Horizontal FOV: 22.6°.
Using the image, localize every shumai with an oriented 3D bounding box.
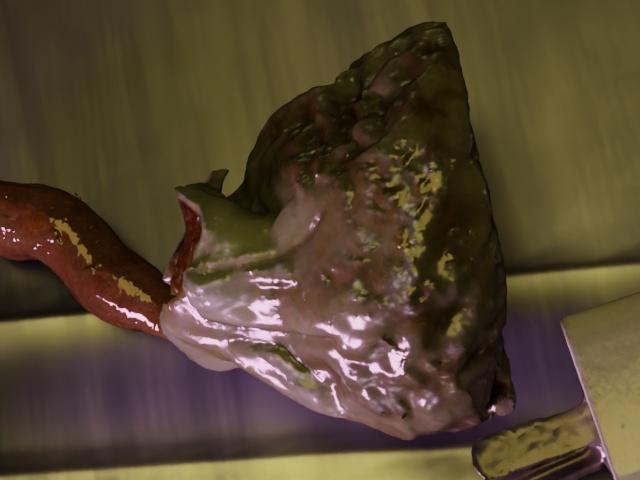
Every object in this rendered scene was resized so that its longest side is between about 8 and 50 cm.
[{"bbox_3d":[0.002,0.000,0.959,0.218,0.189,0.255,-12,56,11],"label":"shumai"}]

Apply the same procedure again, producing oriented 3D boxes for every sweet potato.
[{"bbox_3d":[-0.161,0.008,1.072,0.218,0.051,0.065,29,124,23],"label":"sweet potato"}]

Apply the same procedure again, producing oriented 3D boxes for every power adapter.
[{"bbox_3d":[0.185,0.101,0.903,0.205,0.130,0.125,-20,66,8],"label":"power adapter"}]
